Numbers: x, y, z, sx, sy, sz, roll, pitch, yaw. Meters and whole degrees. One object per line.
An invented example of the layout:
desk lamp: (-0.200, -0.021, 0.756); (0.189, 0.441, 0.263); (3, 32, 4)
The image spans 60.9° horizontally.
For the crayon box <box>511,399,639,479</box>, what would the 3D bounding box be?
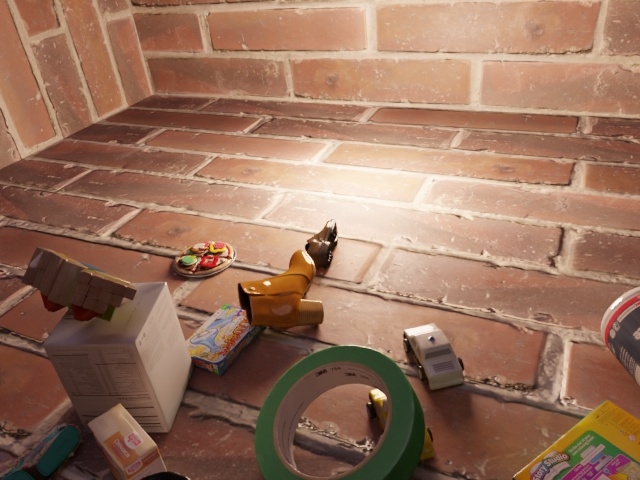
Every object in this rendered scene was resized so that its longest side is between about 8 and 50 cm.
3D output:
crayon box: (0.485, 0.415, 0.942); (0.278, 0.081, 0.165); (-24, 36, -25)

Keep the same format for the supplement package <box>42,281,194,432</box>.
supplement package: (-0.425, 0.257, 1.193); (0.198, 0.263, 0.199); (-3, 32, 7)

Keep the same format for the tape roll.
tape roll: (0.033, 0.354, 1.036); (0.321, 0.077, 0.321); (-16, 41, 15)

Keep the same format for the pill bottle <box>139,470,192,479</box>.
pill bottle: (-0.223, 0.462, 0.810); (0.122, 0.219, 0.123); (-2, 31, 1)

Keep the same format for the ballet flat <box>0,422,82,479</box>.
ballet flat: (-0.583, 0.465, 1.084); (0.077, 0.091, 0.241); (-22, 14, 39)

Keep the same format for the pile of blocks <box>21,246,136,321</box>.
pile of blocks: (-0.500, 0.107, 1.125); (0.362, 0.149, 0.113); (14, 80, 45)

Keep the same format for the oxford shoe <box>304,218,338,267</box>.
oxford shoe: (0.000, 0.000, 1.700); (0.096, 0.083, 0.227); (-1, 31, 18)

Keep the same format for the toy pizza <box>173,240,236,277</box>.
toy pizza: (-0.369, 0.050, 1.732); (0.201, 0.032, 0.201); (-5, 32, 3)

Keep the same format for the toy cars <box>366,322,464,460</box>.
toy cars: (0.208, 0.297, 1.177); (0.176, 0.087, 0.394); (11, 36, 26)

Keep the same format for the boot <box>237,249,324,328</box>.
boot: (-0.119, 0.117, 1.465); (0.211, 0.104, 0.295); (6, 35, -20)

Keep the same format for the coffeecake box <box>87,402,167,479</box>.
coffeecake box: (-0.339, 0.415, 0.998); (0.068, 0.186, 0.142); (-31, 39, -33)

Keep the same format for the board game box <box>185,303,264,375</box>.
board game box: (-0.249, 0.248, 1.391); (0.136, 0.035, 0.201); (11, 36, 26)

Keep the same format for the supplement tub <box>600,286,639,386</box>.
supplement tub: (0.715, 0.233, 1.087); (0.191, 0.191, 0.272); (-8, 32, -3)
